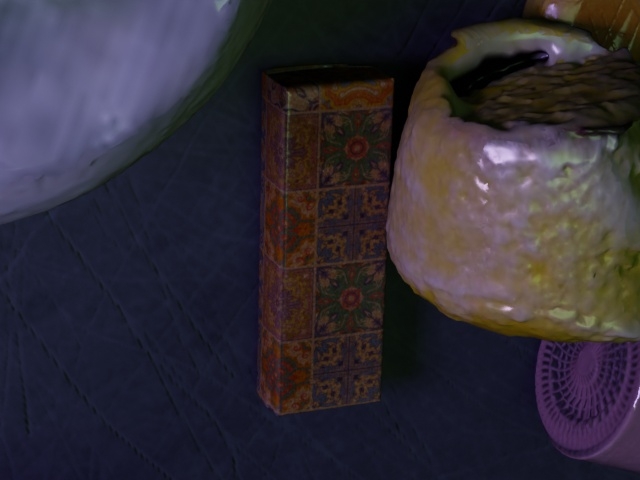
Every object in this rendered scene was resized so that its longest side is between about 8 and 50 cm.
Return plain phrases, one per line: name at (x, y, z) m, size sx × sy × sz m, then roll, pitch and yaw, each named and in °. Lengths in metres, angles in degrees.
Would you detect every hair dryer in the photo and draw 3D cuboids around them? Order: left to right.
hair dryer at (0.302, 0.000, 1.163) m, size 0.210 × 0.125 × 0.352 m, roll 15°, pitch 97°, yaw -25°

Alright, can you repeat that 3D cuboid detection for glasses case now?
glasses case at (0.000, 0.000, 1.083) m, size 0.075 × 0.049 × 0.218 m, roll -7°, pitch 112°, yaw -21°

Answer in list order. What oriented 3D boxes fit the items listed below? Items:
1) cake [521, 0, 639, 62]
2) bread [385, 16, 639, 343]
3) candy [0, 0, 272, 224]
cake at (0.171, -0.139, 1.095) m, size 0.084 × 0.044 × 0.084 m, roll -8°, pitch 112°, yaw -19°
bread at (0.138, -0.028, 1.032) m, size 0.197 × 0.197 × 0.170 m, roll -7°, pitch 123°, yaw -17°
candy at (-0.178, -0.215, 0.820) m, size 0.386 × 0.186 × 0.426 m, roll 13°, pitch 77°, yaw -27°
